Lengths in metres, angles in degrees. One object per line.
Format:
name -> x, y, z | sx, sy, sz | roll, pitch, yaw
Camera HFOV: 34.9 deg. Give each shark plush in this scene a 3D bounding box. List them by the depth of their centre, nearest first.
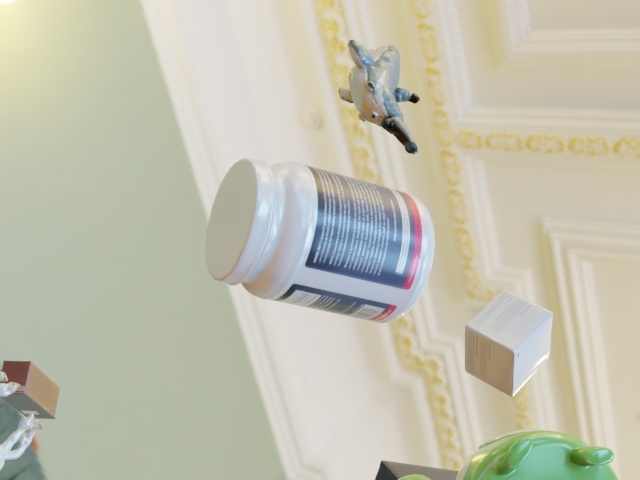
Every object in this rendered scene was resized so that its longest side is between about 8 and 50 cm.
shark plush -> 0.072, -0.155, 1.059 | 0.161, 0.067, 0.073 | -117, -153, -52

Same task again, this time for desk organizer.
desk organizer -> -0.438, 0.226, 1.534 | 0.047, 0.050, 0.130 | 0, -27, 7

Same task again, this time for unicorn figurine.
unicorn figurine -> -0.335, 0.202, 1.019 | 0.162, 0.111, 0.060 | 53, -36, 2

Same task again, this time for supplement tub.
supplement tub -> 0.000, 0.000, 1.394 | 0.272, 0.191, 0.191 | 14, -30, -26

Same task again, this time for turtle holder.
turtle holder -> 0.299, 0.427, 1.590 | 0.243, 0.320, 0.227 | 66, -16, 3

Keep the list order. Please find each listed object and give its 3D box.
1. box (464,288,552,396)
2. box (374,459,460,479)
box -> 0.273, 0.148, 1.483 | 0.087, 0.101, 0.102 | 27, -40, 34
box -> 0.217, 0.546, 1.995 | 0.103, 0.261, 0.184 | 31, -75, 61
